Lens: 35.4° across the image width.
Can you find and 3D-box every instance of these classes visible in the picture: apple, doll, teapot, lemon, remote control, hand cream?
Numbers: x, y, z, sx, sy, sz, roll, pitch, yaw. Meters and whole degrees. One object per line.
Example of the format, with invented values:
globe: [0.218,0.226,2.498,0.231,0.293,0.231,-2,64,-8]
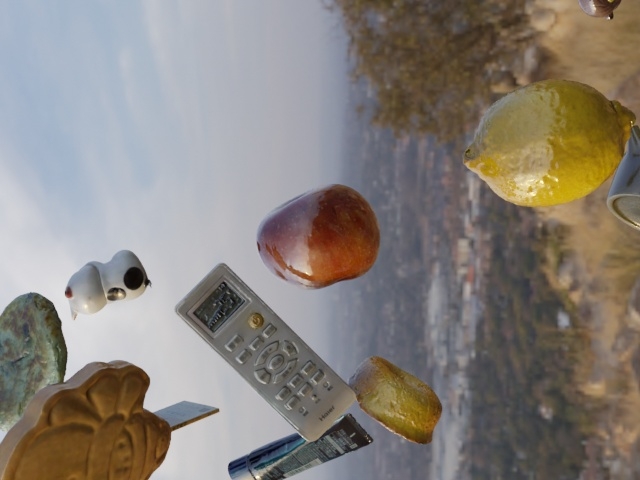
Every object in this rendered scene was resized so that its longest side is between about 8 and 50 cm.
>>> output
apple: [0.000,0.000,1.629,0.162,0.201,0.201,61,-177,-7]
doll: [-0.462,0.093,2.153,0.107,0.181,0.110,-126,24,-45]
doll: [0.610,-0.575,2.202,0.188,0.096,0.145,49,-127,-37]
teapot: [0.617,-0.105,1.720,0.175,0.268,0.185,-64,19,-10]
lemon: [0.337,-0.142,1.476,0.188,0.257,0.188,-12,-90,-82]
remote control: [-0.084,0.176,1.578,0.109,0.313,0.055,-45,9,-1]
hand cream: [-0.040,0.407,1.910,0.120,0.270,0.061,54,-161,-43]

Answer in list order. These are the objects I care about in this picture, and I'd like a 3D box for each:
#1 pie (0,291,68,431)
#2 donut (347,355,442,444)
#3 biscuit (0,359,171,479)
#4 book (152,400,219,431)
pie: [-0.501,0.204,1.697,0.240,0.054,0.240,-12,72,43]
donut: [0.132,0.262,1.703,0.074,0.174,0.190,-59,-3,9]
biscuit: [-0.370,0.343,1.574,0.351,0.057,0.312,-29,-49,-45]
book: [-0.305,0.360,2.018,0.172,0.118,0.012,-16,-77,-44]
